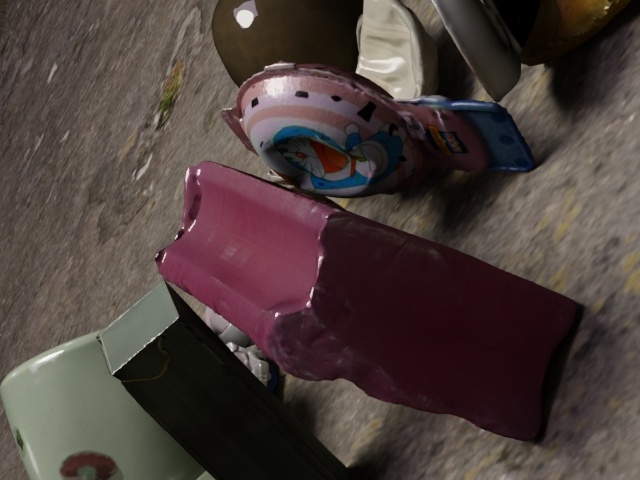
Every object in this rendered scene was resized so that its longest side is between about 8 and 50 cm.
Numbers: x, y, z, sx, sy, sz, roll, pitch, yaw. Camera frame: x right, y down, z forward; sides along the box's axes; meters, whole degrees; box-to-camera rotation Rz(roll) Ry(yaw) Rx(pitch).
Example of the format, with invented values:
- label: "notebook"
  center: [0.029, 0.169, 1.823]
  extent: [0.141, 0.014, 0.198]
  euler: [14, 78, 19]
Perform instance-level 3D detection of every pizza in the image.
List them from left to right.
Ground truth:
- label: "pizza"
  center: [0.217, -0.251, 1.390]
  extent: [0.204, 0.081, 0.188]
  euler: [-14, 83, 63]

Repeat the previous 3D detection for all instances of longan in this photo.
- label: "longan"
  center: [-0.028, -0.219, 1.842]
  extent: [0.189, 0.189, 0.189]
  euler: [-50, 30, 44]

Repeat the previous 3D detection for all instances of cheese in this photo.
- label: "cheese"
  center: [0.043, -0.092, 1.472]
  extent: [0.286, 0.189, 0.074]
  euler: [4, 60, 30]

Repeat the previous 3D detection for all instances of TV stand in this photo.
- label: "TV stand"
  center: [-0.076, 0.161, 1.504]
  extent: [0.083, 0.269, 0.088]
  euler: [-39, 26, 4]

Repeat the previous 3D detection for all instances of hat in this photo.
- label: "hat"
  center: [0.049, -0.115, 1.688]
  extent: [0.219, 0.164, 0.226]
  euler: [-61, -20, -8]

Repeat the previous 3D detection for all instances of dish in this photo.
- label: "dish"
  center: [0.141, -0.191, 1.387]
  extent: [0.078, 0.141, 0.141]
  euler: [-30, 35, 12]

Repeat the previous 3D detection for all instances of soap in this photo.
- label: "soap"
  center: [0.024, 0.042, 1.413]
  extent: [0.128, 0.233, 0.359]
  euler: [-70, 21, 2]

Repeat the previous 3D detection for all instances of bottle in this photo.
- label: "bottle"
  center: [-0.153, 0.260, 1.650]
  extent: [0.229, 0.229, 0.351]
  euler: [-40, 68, 55]

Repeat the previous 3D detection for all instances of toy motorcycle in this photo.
- label: "toy motorcycle"
  center: [-0.108, 0.160, 1.818]
  extent: [0.112, 0.112, 0.254]
  euler: [-38, 40, 55]

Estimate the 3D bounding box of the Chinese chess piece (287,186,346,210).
- label: "Chinese chess piece"
  center: [0.000, 0.000, 1.656]
  extent: [0.051, 0.122, 0.122]
  euler: [-52, 27, 18]
